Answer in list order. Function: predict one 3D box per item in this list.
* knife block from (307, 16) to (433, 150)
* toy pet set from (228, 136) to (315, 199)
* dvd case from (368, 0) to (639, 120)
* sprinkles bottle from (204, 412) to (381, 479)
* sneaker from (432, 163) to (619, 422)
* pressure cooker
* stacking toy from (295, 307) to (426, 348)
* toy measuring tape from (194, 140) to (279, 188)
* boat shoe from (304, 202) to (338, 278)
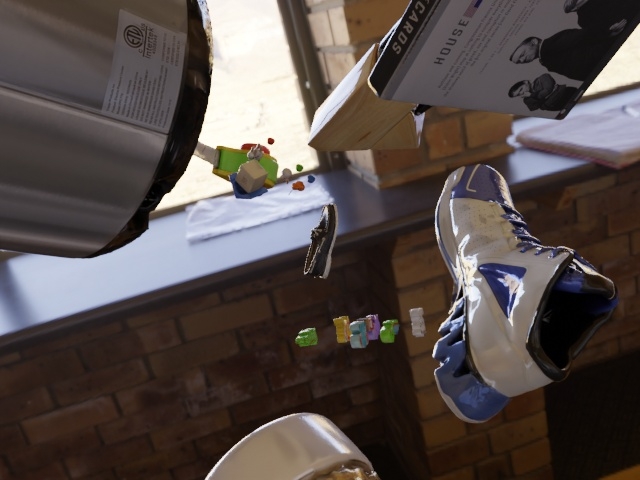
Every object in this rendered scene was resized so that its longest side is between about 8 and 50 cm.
[{"bbox_3d":[0.088,-0.260,1.042,0.276,0.242,0.088,1,56,20],"label":"knife block"},{"bbox_3d":[-0.095,-0.109,1.122,0.122,0.065,0.114,45,47,16],"label":"toy pet set"},{"bbox_3d":[0.169,-0.177,0.486,0.239,0.179,0.029,-3,49,-37],"label":"dvd case"},{"bbox_3d":[0.065,0.244,0.318,0.121,0.121,0.355,-24,41,-28],"label":"sprinkles bottle"},{"bbox_3d":[0.235,0.039,0.712,0.182,0.127,0.315,-30,41,42],"label":"sneaker"},{"bbox_3d":[-0.358,-0.185,0.572,0.420,0.369,0.375,10,-40,-45],"label":"pressure cooker"},{"bbox_3d":[0.078,0.162,1.102,0.167,0.052,0.221,-10,-3,23],"label":"stacking toy"},{"bbox_3d":[-0.170,-0.165,1.322,0.121,0.121,0.330,-6,-12,20],"label":"toy measuring tape"},{"bbox_3d":[0.000,0.000,1.017,0.038,0.125,0.046,6,14,-18],"label":"boat shoe"}]
